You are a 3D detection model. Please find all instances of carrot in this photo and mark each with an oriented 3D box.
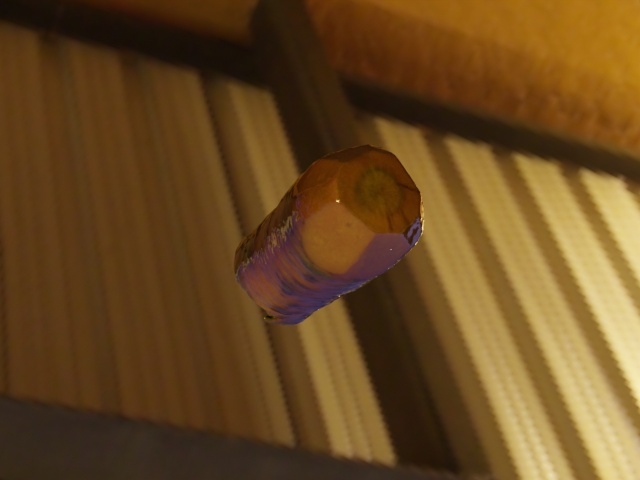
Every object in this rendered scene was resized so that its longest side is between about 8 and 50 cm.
[{"bbox_3d":[0.000,0.000,1.647,0.114,0.302,0.114,5,-107,-18],"label":"carrot"}]
